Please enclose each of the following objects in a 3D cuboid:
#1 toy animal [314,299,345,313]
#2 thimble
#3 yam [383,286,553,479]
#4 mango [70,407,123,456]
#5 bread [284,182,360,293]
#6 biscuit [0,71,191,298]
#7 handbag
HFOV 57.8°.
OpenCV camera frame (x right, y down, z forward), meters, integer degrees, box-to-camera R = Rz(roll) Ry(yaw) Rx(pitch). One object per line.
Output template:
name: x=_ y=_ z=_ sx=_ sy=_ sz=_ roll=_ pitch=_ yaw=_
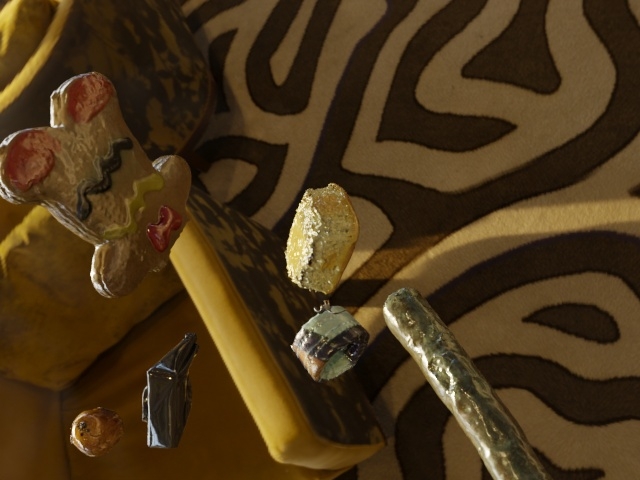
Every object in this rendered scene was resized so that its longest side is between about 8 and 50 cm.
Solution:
toy animal: x=0.014 y=0.153 z=1.335 sx=0.084 sy=0.050 sz=0.028 roll=-2 pitch=57 yaw=33
thimble: x=0.036 y=0.328 z=1.830 sx=0.237 sy=0.237 sz=0.150 roll=-45 pitch=60 yaw=6
yam: x=0.155 y=0.163 z=0.640 sx=0.061 sy=0.061 sz=0.274 roll=-40 pitch=48 yaw=9
mango: x=-0.369 y=0.317 z=0.962 sx=0.063 sy=0.127 sz=0.077 roll=-21 pitch=77 yaw=0
bread: x=0.000 y=0.000 z=1.296 sx=0.174 sy=0.121 sz=0.246 roll=-108 pitch=26 yaw=-45
biscuit: x=-0.404 y=-0.116 z=1.154 sx=0.076 sy=0.394 sz=0.368 roll=-5 pitch=44 yaw=30
handbag: x=-0.440 y=0.445 z=1.743 sx=0.113 sy=0.257 sz=0.285 roll=10 pitch=112 yaw=5
